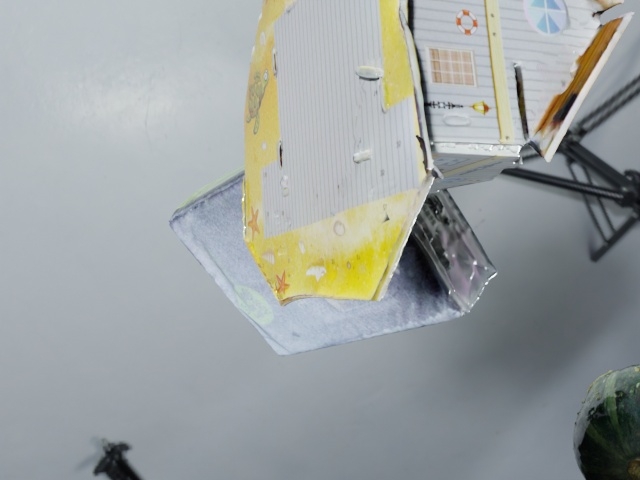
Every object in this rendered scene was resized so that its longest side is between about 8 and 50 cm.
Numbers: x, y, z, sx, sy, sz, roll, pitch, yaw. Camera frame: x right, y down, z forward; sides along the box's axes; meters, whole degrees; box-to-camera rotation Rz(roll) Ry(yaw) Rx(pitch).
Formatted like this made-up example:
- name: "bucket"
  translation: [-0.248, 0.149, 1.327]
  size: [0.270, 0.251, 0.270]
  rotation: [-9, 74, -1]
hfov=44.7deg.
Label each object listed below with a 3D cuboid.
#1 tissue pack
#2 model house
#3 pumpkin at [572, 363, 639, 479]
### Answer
- name: "tissue pack"
  translation: [0.000, 0.000, 1.051]
  size: [0.288, 0.394, 0.124]
  rotation: [53, 50, -13]
- name: "model house"
  translation: [0.050, -0.069, 0.425]
  size: [0.136, 0.219, 0.207]
  rotation: [-2, 82, -24]
- name: "pumpkin"
  translation: [0.385, 0.231, 0.897]
  size: [0.190, 0.190, 0.146]
  rotation: [-56, 163, 18]
